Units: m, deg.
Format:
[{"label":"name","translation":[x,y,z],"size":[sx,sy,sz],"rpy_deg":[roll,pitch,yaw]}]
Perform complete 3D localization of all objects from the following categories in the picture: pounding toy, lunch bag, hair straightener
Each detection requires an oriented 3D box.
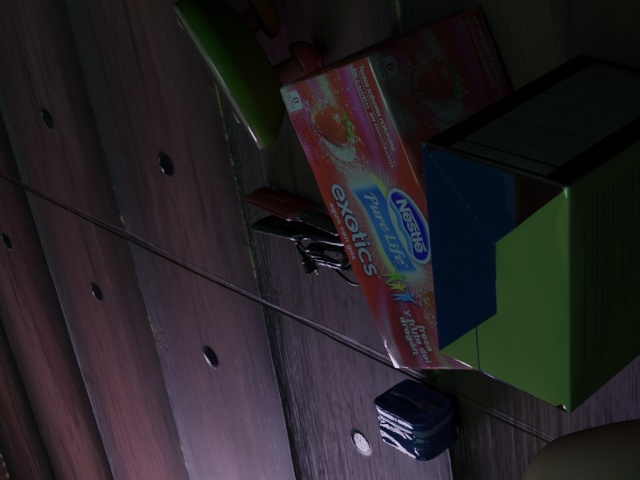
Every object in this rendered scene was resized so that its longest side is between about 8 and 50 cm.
[{"label":"pounding toy","translation":[-0.072,-0.209,1.205],"size":[0.183,0.110,0.237],"rpy_deg":[59,178,-20]},{"label":"lunch bag","translation":[0.110,0.206,1.288],"size":[0.098,0.067,0.065],"rpy_deg":[20,130,46]},{"label":"hair straightener","translation":[0.000,0.000,1.307],"size":[0.230,0.047,0.089],"rpy_deg":[17,128,41]}]

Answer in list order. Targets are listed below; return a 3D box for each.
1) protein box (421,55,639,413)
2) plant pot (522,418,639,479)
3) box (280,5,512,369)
[{"label":"protein box","translation":[0.203,-0.013,0.874],"size":[0.136,0.201,0.200],"rpy_deg":[24,132,42]},{"label":"plant pot","translation":[0.298,0.256,0.953],"size":[0.257,0.256,0.274],"rpy_deg":[67,162,-11]},{"label":"box","translation":[0.109,-0.043,1.023],"size":[0.142,0.154,0.300],"rpy_deg":[-8,107,54]}]
